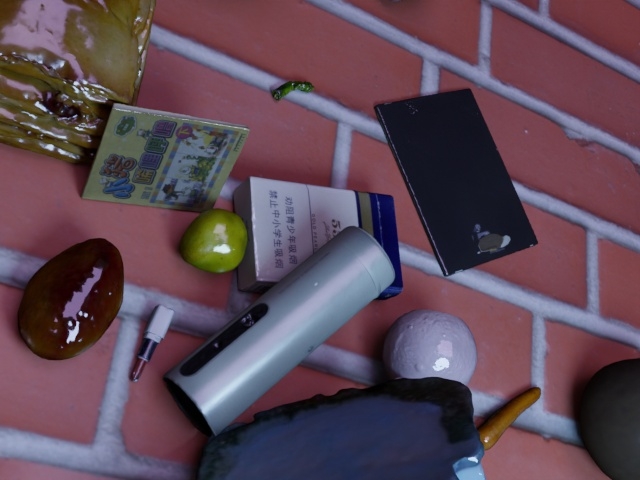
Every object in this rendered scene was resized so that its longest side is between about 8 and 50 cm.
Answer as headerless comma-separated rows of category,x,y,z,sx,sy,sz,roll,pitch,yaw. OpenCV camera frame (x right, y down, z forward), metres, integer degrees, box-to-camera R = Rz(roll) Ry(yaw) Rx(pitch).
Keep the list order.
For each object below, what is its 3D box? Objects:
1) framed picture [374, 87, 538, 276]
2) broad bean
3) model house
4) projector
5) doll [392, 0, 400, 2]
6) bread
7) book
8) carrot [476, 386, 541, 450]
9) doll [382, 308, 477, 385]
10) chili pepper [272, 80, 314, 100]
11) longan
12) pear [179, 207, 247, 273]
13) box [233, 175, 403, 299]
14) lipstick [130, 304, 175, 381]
framed picture,0.248,-0.114,1.537,0.244,0.013,0.323,-16,81,-34
broad bean,-0.311,0.074,1.082,0.114,0.084,0.165,37,62,5
model house,0.059,0.396,1.052,0.360,0.297,0.339,-16,105,2
projector,-0.050,0.117,1.159,0.337,0.108,0.108,-39,94,-21
doll,0.110,-0.522,1.551,0.303,0.156,0.201,17,21,-3
bread,-0.337,-0.280,1.114,0.277,0.167,0.324,15,79,-32
book,-0.210,-0.106,1.165,0.192,0.168,0.013,5,46,-29
carrot,0.311,0.284,1.406,0.190,0.037,0.037,-30,88,-37
doll,0.149,0.250,1.267,0.151,0.151,0.287,20,69,-24
chili pepper,-0.044,-0.249,1.407,0.083,0.022,0.027,-21,50,-35
longan,0.533,0.299,1.442,0.196,0.196,0.220,30,56,-19
pear,-0.152,0.001,1.207,0.097,0.092,0.092,-13,78,-18
box,0.000,0.000,1.304,0.259,0.071,0.168,7,69,-30
lipstick,-0.227,0.138,1.141,0.025,0.025,0.107,29,65,-17
